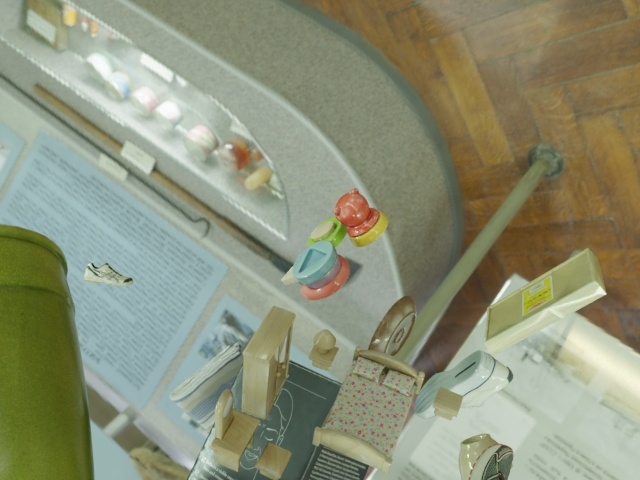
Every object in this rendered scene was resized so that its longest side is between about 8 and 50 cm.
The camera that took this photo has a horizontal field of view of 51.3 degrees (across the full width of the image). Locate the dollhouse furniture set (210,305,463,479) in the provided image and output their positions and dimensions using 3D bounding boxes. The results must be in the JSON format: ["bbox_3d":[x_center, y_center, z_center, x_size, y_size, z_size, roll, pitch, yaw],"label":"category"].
[{"bbox_3d":[0.044,0.271,1.102,0.355,0.303,0.174,19,133,13],"label":"dollhouse furniture set"}]

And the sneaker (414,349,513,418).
[{"bbox_3d":[0.285,0.312,1.355,0.091,0.094,0.258,31,140,-9],"label":"sneaker"}]

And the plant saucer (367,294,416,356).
[{"bbox_3d":[0.187,0.232,1.677,0.036,0.198,0.199,30,142,25],"label":"plant saucer"}]

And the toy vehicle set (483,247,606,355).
[{"bbox_3d":[0.469,0.129,1.417,0.267,0.166,0.035,-37,98,28],"label":"toy vehicle set"}]

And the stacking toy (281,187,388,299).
[{"bbox_3d":[0.000,0.000,1.815,0.130,0.309,0.279,48,155,-27],"label":"stacking toy"}]

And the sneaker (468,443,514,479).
[{"bbox_3d":[0.416,0.636,1.599,0.112,0.299,0.121,-5,138,43],"label":"sneaker"}]

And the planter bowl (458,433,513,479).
[{"bbox_3d":[0.490,0.656,2.034,0.162,0.162,0.109,-29,77,55],"label":"planter bowl"}]

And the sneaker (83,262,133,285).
[{"bbox_3d":[-0.364,0.058,1.152,0.083,0.037,0.032,10,177,-11],"label":"sneaker"}]

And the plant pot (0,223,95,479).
[{"bbox_3d":[-0.408,0.226,0.736,0.353,0.366,0.366,61,149,19],"label":"plant pot"}]

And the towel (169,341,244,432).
[{"bbox_3d":[-0.225,0.391,1.667,0.034,0.209,0.285,46,170,45],"label":"towel"}]

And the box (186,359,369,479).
[{"bbox_3d":[-0.080,0.475,1.451,0.293,0.396,0.212,15,164,43],"label":"box"}]
